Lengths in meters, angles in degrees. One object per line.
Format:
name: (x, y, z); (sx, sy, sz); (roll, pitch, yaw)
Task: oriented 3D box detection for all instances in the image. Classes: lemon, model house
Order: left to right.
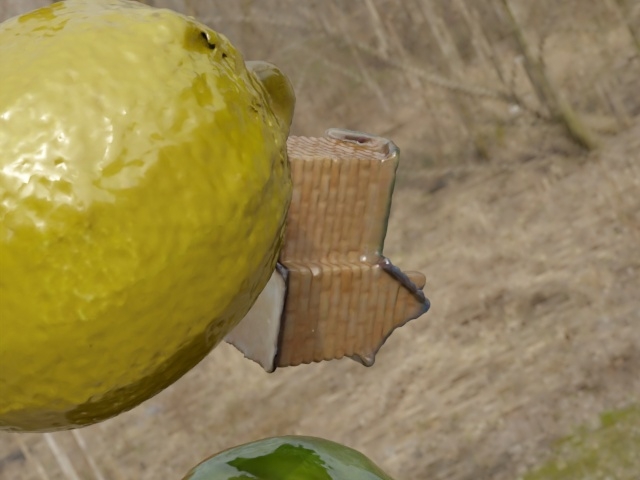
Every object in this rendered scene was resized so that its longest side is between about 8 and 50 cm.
lemon: (-0.149, -0.020, 0.858); (0.320, 0.245, 0.245); (-37, 9, -15)
model house: (0.000, 0.000, 1.172); (0.172, 0.183, 0.166); (-2, 17, -32)

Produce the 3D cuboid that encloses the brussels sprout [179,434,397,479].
brussels sprout: (-0.031, 0.347, 1.137); (0.289, 0.355, 0.281); (-14, -16, -48)
